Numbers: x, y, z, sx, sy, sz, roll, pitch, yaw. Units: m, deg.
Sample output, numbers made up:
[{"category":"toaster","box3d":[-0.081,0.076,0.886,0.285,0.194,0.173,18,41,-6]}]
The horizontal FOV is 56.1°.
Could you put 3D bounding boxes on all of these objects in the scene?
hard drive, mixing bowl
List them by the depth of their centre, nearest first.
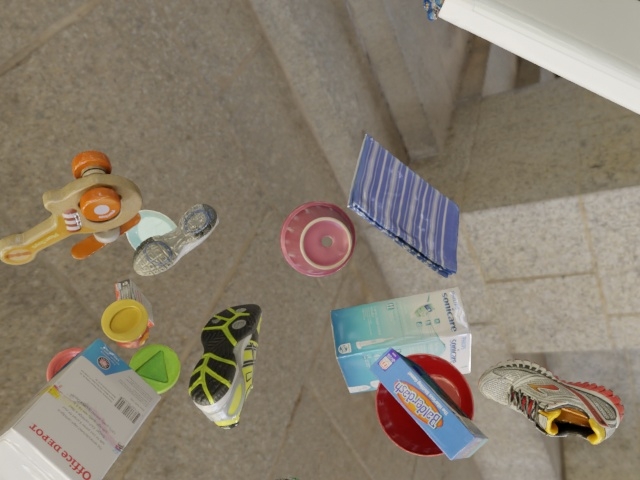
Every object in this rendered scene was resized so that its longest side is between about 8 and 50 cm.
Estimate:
[{"category":"hard drive","box3d":[0.290,-0.211,0.617,0.203,0.308,0.040,-56,172,-44]},{"category":"mixing bowl","box3d":[0.204,0.301,1.121,0.098,0.182,0.181,19,66,-63]}]

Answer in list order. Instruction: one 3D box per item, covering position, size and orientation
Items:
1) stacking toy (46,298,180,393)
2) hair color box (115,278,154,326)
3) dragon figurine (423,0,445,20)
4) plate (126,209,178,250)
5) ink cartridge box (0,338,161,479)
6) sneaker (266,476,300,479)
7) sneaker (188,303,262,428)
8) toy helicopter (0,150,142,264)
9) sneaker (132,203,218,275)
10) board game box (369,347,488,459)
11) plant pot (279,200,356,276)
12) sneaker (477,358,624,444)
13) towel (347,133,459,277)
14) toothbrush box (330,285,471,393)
[{"category":"stacking toy","box3d":[-0.535,0.348,1.598,0.309,0.279,0.130,-43,167,-26]},{"category":"hair color box","box3d":[-0.596,0.207,1.927,0.167,0.054,0.093,75,-5,-53]},{"category":"dragon figurine","box3d":[0.235,-0.453,0.926,0.085,0.144,0.289,58,47,-43]},{"category":"plate","box3d":[-0.506,-0.016,1.843,0.024,0.188,0.188,-66,138,-56]},{"category":"ink cartridge box","box3d":[-0.523,0.392,1.266,0.198,0.197,0.270,48,33,-11]},{"category":"sneaker","box3d":[-0.099,0.507,1.145,0.146,0.343,0.134,21,63,-12]},{"category":"sneaker","box3d":[-0.232,0.310,1.544,0.384,0.145,0.147,-72,151,-55]},{"category":"toy helicopter","box3d":[-0.573,-0.037,1.389,0.140,0.355,0.235,65,6,28]},{"category":"sneaker","box3d":[-0.410,0.009,1.748,0.111,0.297,0.129,58,4,7]},{"category":"board game box","box3d":[0.164,0.242,0.879,0.160,0.047,0.210,46,2,27]},{"category":"plant pot","box3d":[0.000,0.000,1.530,0.180,0.202,0.201,-149,-133,-81]},{"category":"sneaker","box3d":[0.362,0.261,0.977,0.093,0.225,0.088,-33,121,-44]},{"category":"towel","box3d":[0.216,-0.084,1.448,0.336,0.040,0.243,34,48,-23]},{"category":"toothbrush box","box3d":[0.189,0.235,1.383,0.216,0.296,0.126,71,10,-52]}]
